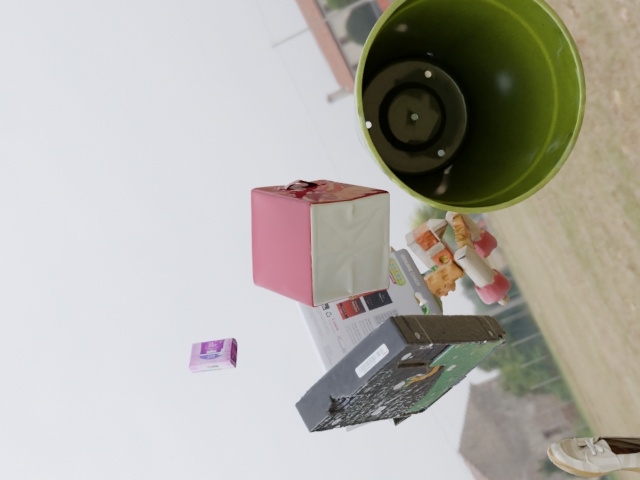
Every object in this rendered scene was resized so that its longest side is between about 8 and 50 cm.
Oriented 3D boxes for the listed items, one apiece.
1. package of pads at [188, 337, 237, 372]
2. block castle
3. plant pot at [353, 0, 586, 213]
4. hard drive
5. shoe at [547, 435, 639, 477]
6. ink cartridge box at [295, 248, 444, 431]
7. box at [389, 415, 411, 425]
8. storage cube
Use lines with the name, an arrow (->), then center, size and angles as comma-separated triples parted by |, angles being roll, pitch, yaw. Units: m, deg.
package of pads -> -0.183, 0.197, 1.370 | 0.032, 0.083, 0.050 | 58, -153, -51
block castle -> 0.280, 0.145, 2.169 | 0.213, 0.453, 0.303 | 45, -158, -21
plant pot -> 0.205, -0.233, 1.390 | 0.367, 0.366, 0.353 | 64, 173, -7
hard drive -> 0.143, 0.213, 1.322 | 0.339, 0.237, 0.064 | 7, -136, -50
shoe -> 0.477, 0.345, 1.318 | 0.076, 0.219, 0.058 | -115, 35, -61
ink cartridge box -> 0.119, 0.201, 1.687 | 0.130, 0.271, 0.309 | 79, 169, -53
box -> 0.179, 0.406, 1.990 | 0.062, 0.052, 0.083 | 29, 145, 63
storage cube -> 0.000, 0.000, 1.466 | 0.193, 0.183, 0.215 | 15, 110, 52
